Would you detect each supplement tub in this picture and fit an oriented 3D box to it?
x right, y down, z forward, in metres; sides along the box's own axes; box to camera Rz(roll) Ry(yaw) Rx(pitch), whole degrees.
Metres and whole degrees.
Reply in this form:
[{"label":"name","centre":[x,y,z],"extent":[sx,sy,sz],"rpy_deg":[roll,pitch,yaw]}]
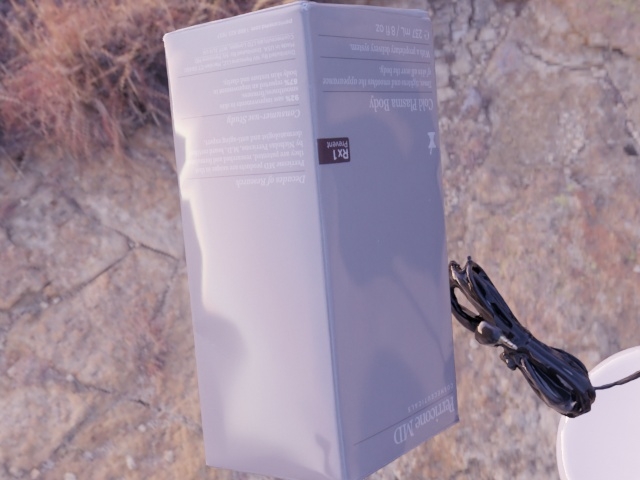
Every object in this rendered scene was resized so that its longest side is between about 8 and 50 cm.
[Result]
[{"label":"supplement tub","centre":[0.467,0.280,1.129],"extent":[0.235,0.324,0.236],"rpy_deg":[-27,50,37]}]

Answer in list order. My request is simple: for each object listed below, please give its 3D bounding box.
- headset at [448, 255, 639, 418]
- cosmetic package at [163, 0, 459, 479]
[{"label":"headset","centre":[0.267,-0.049,0.589],"extent":[0.185,0.243,0.394],"rpy_deg":[43,95,7]},{"label":"cosmetic package","centre":[0.000,0.000,0.507],"extent":[0.107,0.127,0.238],"rpy_deg":[-4,97,36]}]
